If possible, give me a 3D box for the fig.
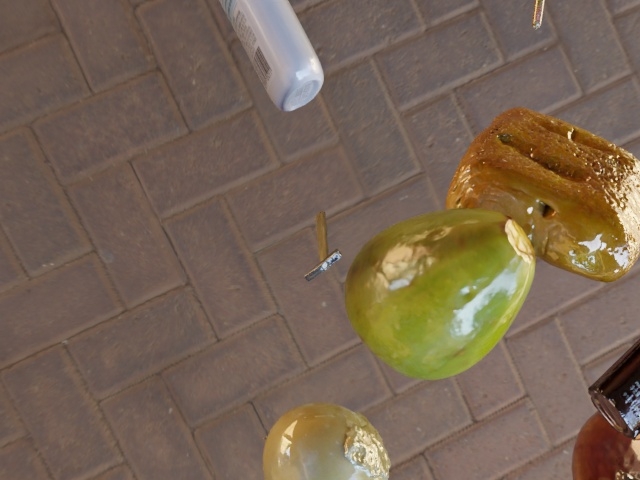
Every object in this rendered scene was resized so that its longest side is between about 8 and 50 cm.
[{"bbox_3d":[0.187,0.068,1.105,0.258,0.326,0.258,17,52,-23],"label":"fig"}]

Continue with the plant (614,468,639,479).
[{"bbox_3d":[0.479,0.412,0.899,0.181,0.194,0.321,-25,120,14],"label":"plant"}]

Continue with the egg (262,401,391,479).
[{"bbox_3d":[0.011,0.299,0.932,0.164,0.164,0.202,-34,122,-11],"label":"egg"}]

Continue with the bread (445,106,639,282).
[{"bbox_3d":[0.413,-0.097,1.231,0.327,0.148,0.337,26,40,19],"label":"bread"}]

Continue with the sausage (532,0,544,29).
[{"bbox_3d":[0.345,-0.381,1.126,0.015,0.015,0.100,7,91,-10],"label":"sausage"}]

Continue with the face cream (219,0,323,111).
[{"bbox_3d":[-0.103,-0.355,1.031,0.080,0.163,0.337,-27,87,-9],"label":"face cream"}]

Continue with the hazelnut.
[{"bbox_3d":[0.731,0.515,1.492,0.352,0.421,0.421,-26,92,5],"label":"hazelnut"}]

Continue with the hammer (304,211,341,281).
[{"bbox_3d":[0.000,0.000,1.067,0.062,0.199,0.013,-40,108,13],"label":"hammer"}]

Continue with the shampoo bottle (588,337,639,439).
[{"bbox_3d":[0.618,0.197,1.259,0.323,0.084,0.129,-42,106,-10],"label":"shampoo bottle"}]
